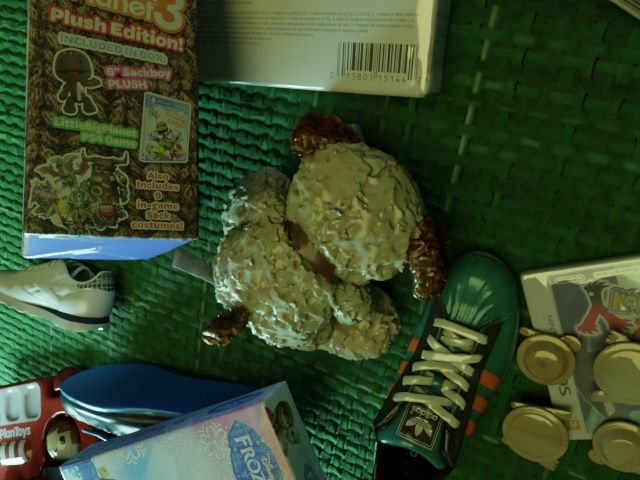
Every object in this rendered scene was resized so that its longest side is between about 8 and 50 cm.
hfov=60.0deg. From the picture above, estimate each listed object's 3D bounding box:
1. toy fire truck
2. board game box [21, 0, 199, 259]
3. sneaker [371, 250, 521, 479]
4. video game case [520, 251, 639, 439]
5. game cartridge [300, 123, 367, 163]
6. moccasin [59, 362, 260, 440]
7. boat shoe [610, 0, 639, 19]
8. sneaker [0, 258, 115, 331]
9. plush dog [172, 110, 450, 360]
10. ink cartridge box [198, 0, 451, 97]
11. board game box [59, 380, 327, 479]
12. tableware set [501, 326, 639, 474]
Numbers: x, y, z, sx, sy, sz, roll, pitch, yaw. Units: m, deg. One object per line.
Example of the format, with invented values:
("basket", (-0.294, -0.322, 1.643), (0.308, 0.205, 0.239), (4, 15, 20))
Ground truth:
("toy fire truck", (-0.449, 0.346, 0.910), (0.302, 0.169, 0.254), (-17, 76, 28))
("board game box", (-0.225, -0.132, 0.572), (0.232, 0.141, 0.291), (-11, 78, 61))
("sneaker", (0.127, 0.162, 0.579), (0.108, 0.121, 0.302), (20, 111, 21))
("video game case", (0.313, 0.101, 0.525), (0.201, 0.023, 0.183), (-13, 97, 29))
("game cartridge", (0.013, -0.100, 0.630), (0.083, 0.017, 0.056), (-16, 92, 29))
("moccasin", (-0.229, 0.261, 0.779), (0.342, 0.138, 0.117), (5, 110, 27))
("boat shoe", (0.212, -0.271, 0.445), (0.267, 0.088, 0.096), (40, 94, 6))
("sneaker", (-0.414, 0.070, 0.862), (0.235, 0.090, 0.095), (12, 95, 20))
("plush dog", (0.000, 0.000, 0.552), (0.262, 0.210, 0.225), (49, 118, 9))
("ink cartridge box", (-0.014, -0.288, 0.560), (0.296, 0.066, 0.261), (12, 111, 24))
("board game box", (-0.123, 0.365, 0.662), (0.318, 0.066, 0.318), (-24, 89, 21))
("tableware set", (0.257, 0.161, 0.545), (0.141, 0.020, 0.168), (9, 108, 27))
